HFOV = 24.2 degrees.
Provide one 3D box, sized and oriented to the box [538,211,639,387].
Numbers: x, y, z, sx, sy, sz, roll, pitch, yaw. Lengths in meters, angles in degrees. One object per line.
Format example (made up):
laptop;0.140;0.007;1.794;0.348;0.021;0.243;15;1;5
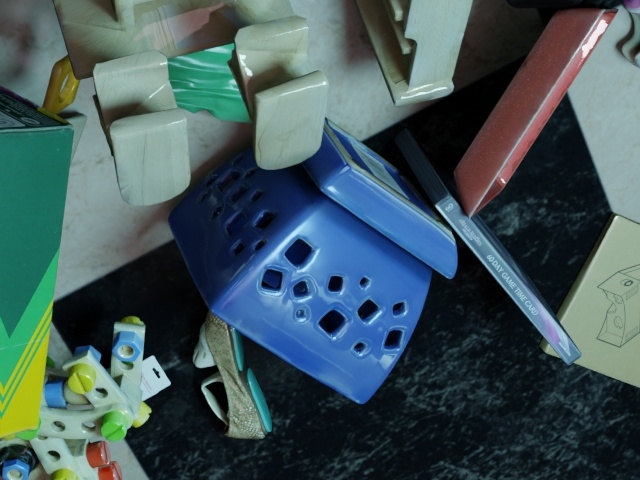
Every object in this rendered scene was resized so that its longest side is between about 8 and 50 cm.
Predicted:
box;0.394;0.079;1.915;0.164;0.021;0.201;20;106;-23

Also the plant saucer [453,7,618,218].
plant saucer;0.235;-0.157;1.661;0.048;0.258;0.259;33;105;8

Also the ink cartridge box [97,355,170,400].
ink cartridge box;-0.225;0.168;1.768;0.083;0.028;0.048;-29;116;-2

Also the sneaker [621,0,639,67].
sneaker;0.405;-0.299;1.711;0.111;0.103;0.252;-8;114;-15

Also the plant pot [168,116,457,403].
plant pot;0.000;0.000;1.633;0.236;0.236;0.212;33;103;-30

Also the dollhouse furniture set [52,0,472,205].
dollhouse furniture set;-0.063;-0.237;1.495;0.394;0.362;0.256;-15;157;-10

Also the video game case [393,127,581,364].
video game case;0.192;0.006;1.725;0.026;0.196;0.274;-37;117;7

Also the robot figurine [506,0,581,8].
robot figurine;0.219;-0.387;1.584;0.174;0.209;0.278;-16;118;10

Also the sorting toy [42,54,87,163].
sorting toy;-0.322;-0.048;1.570;0.047;0.196;0.347;25;106;6

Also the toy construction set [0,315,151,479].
toy construction set;-0.252;0.257;1.716;0.215;0.151;0.327;-15;107;9

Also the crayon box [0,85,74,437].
crayon box;-0.404;-0.018;1.454;0.106;0.363;0.313;-10;118;-46

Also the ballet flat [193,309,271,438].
ballet flat;-0.114;0.154;1.775;0.067;0.073;0.206;-13;113;5

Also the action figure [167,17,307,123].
action figure;-0.139;-0.190;1.621;0.232;0.063;0.137;2;114;-21
